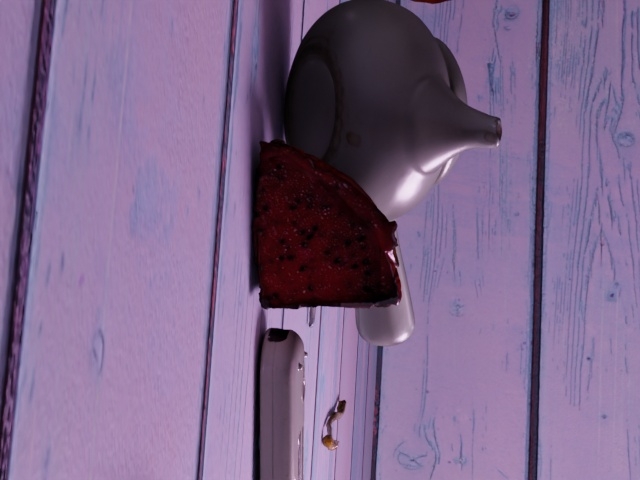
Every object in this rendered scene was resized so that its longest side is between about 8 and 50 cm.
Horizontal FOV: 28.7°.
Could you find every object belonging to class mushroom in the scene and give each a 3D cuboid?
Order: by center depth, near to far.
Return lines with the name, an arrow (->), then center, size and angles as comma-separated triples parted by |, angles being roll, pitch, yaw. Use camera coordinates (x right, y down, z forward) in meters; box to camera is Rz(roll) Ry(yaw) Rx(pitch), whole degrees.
mushroom -> 0.024, 0.268, 1.890 | 0.286, 0.026, 0.028 | -57, 165, -82

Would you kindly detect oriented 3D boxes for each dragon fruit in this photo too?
dragon fruit -> 0.005, -0.018, 1.071 | 0.127, 0.121, 0.161 | -88, 174, -74

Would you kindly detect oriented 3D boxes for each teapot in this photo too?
teapot -> 0.045, -0.072, 1.184 | 0.318, 0.149, 0.220 | 112, -31, -43

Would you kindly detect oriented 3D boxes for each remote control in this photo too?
remote control -> -0.034, 0.188, 1.139 | 0.078, 0.042, 0.221 | -59, 151, -77

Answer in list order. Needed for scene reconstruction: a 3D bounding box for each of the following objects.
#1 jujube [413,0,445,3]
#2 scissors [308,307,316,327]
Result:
jujube -> 0.164, -0.511, 1.659 | 0.276, 0.276, 0.377 | -82, 175, -46
scissors -> -0.001, 0.000, 1.508 | 0.110, 0.021, 0.212 | 31, 61, -81
